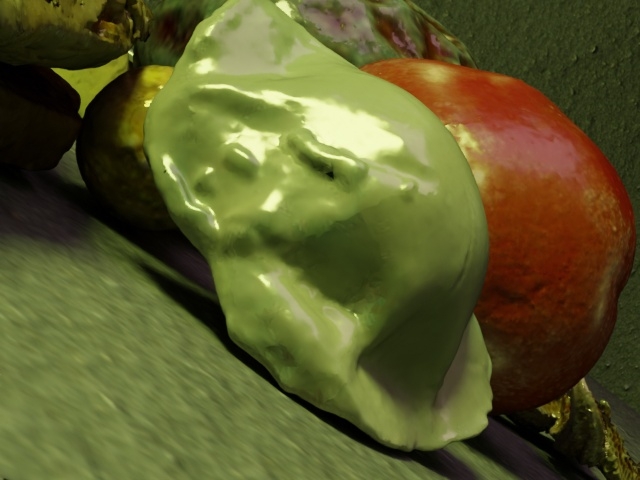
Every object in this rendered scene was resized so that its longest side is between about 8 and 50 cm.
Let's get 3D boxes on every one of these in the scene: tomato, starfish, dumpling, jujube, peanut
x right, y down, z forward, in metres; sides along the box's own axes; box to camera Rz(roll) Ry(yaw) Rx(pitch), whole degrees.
[{"bbox_3d":[0.073,-0.012,0.793,0.232,0.188,0.232,33,2,-1],"label":"tomato"},{"bbox_3d":[0.176,0.126,0.985,0.216,0.071,0.238,30,-6,0],"label":"starfish"},{"bbox_3d":[0.000,0.000,0.588,0.229,0.124,0.151,56,41,-1],"label":"dumpling"},{"bbox_3d":[0.002,-0.096,1.002,0.246,0.215,0.308,34,2,33],"label":"jujube"},{"bbox_3d":[-0.075,-0.048,0.710,0.087,0.087,0.206,35,4,0],"label":"peanut"}]

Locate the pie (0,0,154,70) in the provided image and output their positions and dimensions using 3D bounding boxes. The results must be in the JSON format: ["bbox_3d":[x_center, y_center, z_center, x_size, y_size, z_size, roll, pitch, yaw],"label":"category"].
[{"bbox_3d":[-0.128,-0.112,0.493,0.128,0.068,0.282,50,4,-2],"label":"pie"}]

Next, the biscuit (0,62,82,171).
[{"bbox_3d":[-0.217,-0.115,0.565,0.257,0.049,0.273,39,6,10],"label":"biscuit"}]

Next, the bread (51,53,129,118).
[{"bbox_3d":[-0.154,-0.228,0.960,0.163,0.264,0.167,33,10,-13],"label":"bread"}]

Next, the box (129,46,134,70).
[{"bbox_3d":[-0.192,-0.153,1.181,0.089,0.062,0.122,35,3,2],"label":"box"}]
